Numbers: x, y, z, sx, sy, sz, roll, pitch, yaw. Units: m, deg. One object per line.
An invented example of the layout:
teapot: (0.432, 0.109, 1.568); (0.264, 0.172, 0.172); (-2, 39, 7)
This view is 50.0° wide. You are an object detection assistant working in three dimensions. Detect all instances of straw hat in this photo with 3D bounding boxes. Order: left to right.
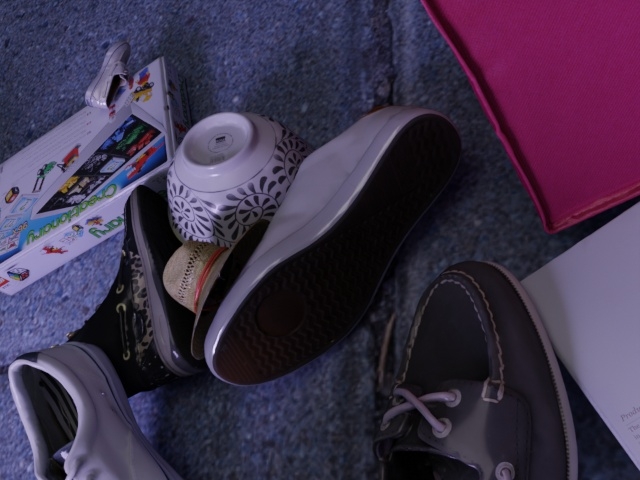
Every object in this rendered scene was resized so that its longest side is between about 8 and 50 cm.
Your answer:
straw hat: (-0.105, 0.033, 0.612); (0.061, 0.144, 0.144); (26, 78, 9)

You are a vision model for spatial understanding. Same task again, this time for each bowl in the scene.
bowl: (-0.090, -0.075, 0.685); (0.170, 0.080, 0.170); (-9, 52, 12)

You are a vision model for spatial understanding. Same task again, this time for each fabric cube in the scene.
fabric cube: (0.192, -0.211, 0.444); (0.254, 0.259, 0.258); (-26, 31, 20)

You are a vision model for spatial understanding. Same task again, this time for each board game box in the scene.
board game box: (-0.295, -0.081, 0.862); (0.305, 0.053, 0.192); (-28, 52, 17)

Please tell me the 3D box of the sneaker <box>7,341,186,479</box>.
sneaker: (-0.184, 0.201, 0.570); (0.094, 0.091, 0.258); (-44, 71, 16)

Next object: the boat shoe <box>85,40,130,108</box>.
boat shoe: (-0.255, -0.206, 0.857); (0.035, 0.035, 0.100); (16, 65, 11)

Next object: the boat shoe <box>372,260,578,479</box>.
boat shoe: (0.072, 0.168, 0.386); (0.112, 0.096, 0.334); (-21, 62, 56)

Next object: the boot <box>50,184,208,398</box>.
boot: (-0.213, 0.068, 0.708); (0.179, 0.085, 0.236); (-33, 52, 15)

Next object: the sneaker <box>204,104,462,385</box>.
sneaker: (0.000, 0.000, 0.617); (0.290, 0.106, 0.123); (-49, 30, -1)

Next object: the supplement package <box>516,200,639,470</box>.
supplement package: (0.217, 0.082, 0.413); (0.105, 0.105, 0.179); (-37, 51, 12)
